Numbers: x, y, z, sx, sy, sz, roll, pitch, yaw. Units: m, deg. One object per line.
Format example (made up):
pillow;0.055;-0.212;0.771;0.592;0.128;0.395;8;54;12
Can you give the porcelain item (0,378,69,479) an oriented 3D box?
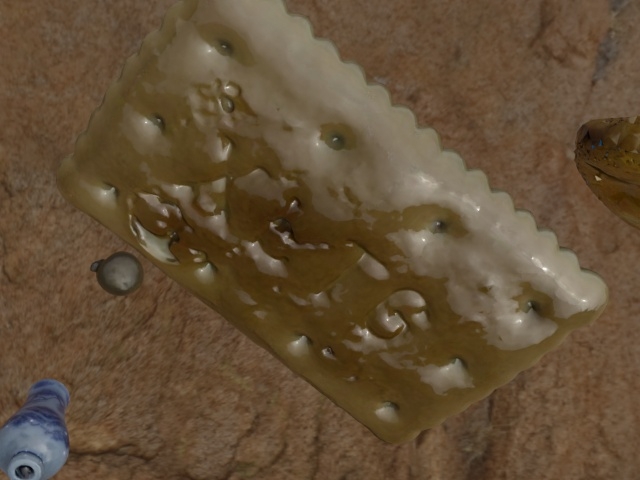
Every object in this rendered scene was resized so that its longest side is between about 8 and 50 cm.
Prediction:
porcelain item;-0.564;0.381;1.548;0.141;0.259;0.141;-3;111;-8

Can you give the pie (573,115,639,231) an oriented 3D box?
pie;0.368;-0.051;0.768;0.273;0.273;0.069;27;85;-12

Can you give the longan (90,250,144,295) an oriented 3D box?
longan;-0.456;0.072;1.744;0.119;0.106;0.106;18;68;5

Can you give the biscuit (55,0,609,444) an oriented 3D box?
biscuit;0.000;0.000;0.502;0.325;0.217;0.044;40;34;-13
